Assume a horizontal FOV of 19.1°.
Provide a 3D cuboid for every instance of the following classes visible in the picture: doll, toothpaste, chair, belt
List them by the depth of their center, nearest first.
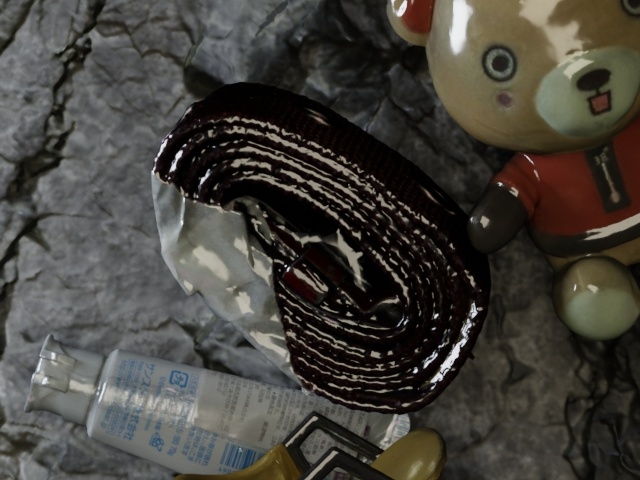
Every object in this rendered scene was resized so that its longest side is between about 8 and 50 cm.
[{"bbox_3d":[0.034,0.212,1.426,0.172,0.159,0.247,-44,97,-1],"label":"chair"},{"bbox_3d":[0.203,-0.099,1.434,0.235,0.174,0.330,-21,113,7],"label":"doll"},{"bbox_3d":[0.000,0.000,1.478,0.289,0.164,0.184,39,107,-4],"label":"belt"},{"bbox_3d":[-0.083,0.149,1.513,0.299,0.073,0.114,18,84,-4],"label":"toothpaste"}]
